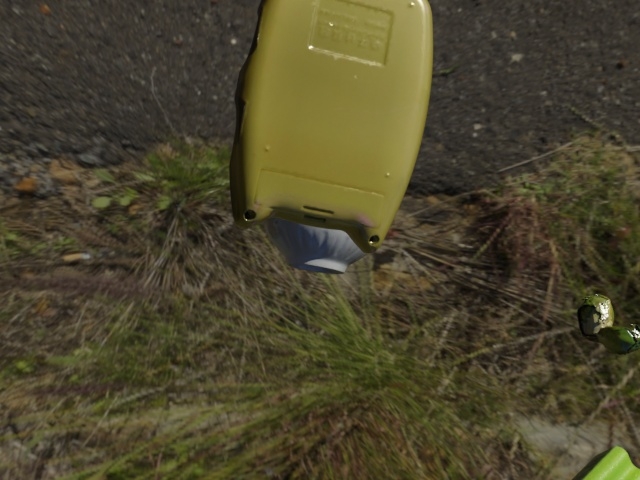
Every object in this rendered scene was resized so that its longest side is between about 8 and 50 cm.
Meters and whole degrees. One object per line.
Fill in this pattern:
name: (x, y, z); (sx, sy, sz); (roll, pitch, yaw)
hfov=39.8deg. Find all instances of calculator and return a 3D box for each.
calculator: (0.012, -0.114, 0.703); (0.157, 0.033, 0.236); (10, 88, -12)

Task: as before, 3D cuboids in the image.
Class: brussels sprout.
brussels sprout: (0.319, 0.097, 0.979); (0.046, 0.083, 0.051); (18, 112, -32)

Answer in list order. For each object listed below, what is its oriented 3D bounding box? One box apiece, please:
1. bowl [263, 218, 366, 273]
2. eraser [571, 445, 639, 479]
bowl: (0.000, 0.000, 1.227); (0.189, 0.189, 0.086); (10, 83, -9)
eraser: (0.418, 0.462, 1.305); (0.274, 0.092, 0.210); (-24, 74, -38)
